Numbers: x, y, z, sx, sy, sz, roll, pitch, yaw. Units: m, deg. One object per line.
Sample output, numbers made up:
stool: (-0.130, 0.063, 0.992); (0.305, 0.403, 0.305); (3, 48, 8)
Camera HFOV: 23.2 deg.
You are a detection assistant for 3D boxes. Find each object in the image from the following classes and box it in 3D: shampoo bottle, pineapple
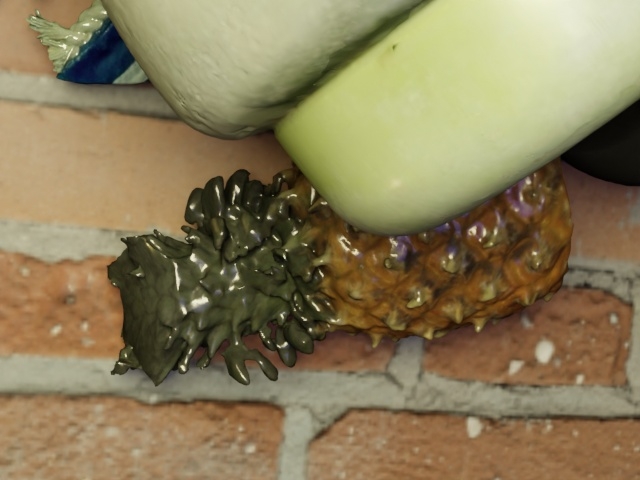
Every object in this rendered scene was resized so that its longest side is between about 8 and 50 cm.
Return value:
shampoo bottle: (0.037, -0.187, 0.722); (0.322, 0.322, 0.317); (-39, 91, -10)
pineapple: (0.000, 0.000, 0.914); (0.279, 0.158, 0.157); (-16, 103, -3)

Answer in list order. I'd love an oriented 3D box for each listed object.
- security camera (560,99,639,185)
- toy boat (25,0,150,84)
security camera: (0.271, -0.124, 0.945); (0.277, 0.191, 0.197); (2, 137, -32)
toy boat: (-0.148, -0.195, 0.866); (0.292, 0.070, 0.210); (6, 91, -16)
